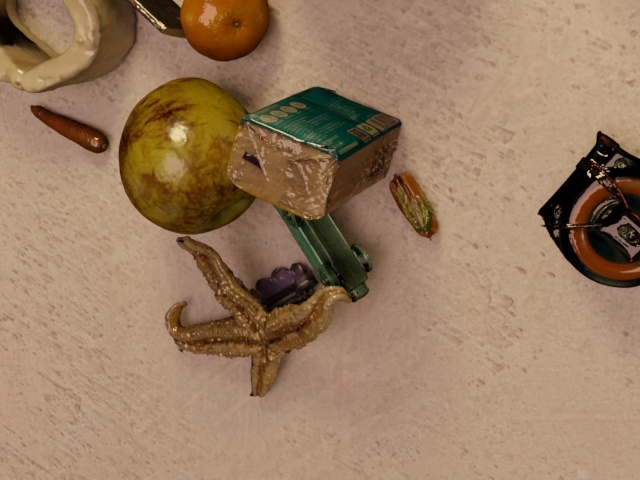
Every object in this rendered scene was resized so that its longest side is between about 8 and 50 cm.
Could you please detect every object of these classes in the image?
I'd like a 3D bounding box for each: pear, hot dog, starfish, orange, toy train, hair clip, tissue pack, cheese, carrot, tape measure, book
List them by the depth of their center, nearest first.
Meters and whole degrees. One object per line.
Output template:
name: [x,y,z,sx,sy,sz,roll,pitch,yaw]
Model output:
tape measure: [0.462,-0.033,1.590,0.223,0.135,0.202,39,108,5]
tissue pack: [-0.007,-0.149,1.704,0.192,0.271,0.134,23,117,19]
hot dog: [0.162,-0.059,1.776,0.056,0.041,0.133,-30,90,29]
orange: [-0.168,-0.393,1.786,0.136,0.159,0.158,49,128,52]
pear: [-0.230,-0.149,1.808,0.284,0.283,0.283,7,107,24]
toy train: [0.000,0.000,1.824,0.101,0.159,0.248,-32,89,-16]
book: [-0.321,-0.444,1.831,0.228,0.160,0.024,44,109,8]
starfish: [-0.141,0.127,1.890,0.324,0.082,0.432,37,143,5]
cheese: [-0.523,-0.431,1.935,0.332,0.153,0.292,47,118,8]
hair clip: [-0.077,0.121,1.937,0.195,0.052,0.124,-35,82,34]
carrot: [-0.502,-0.227,2.046,0.191,0.047,0.047,28,114,20]
